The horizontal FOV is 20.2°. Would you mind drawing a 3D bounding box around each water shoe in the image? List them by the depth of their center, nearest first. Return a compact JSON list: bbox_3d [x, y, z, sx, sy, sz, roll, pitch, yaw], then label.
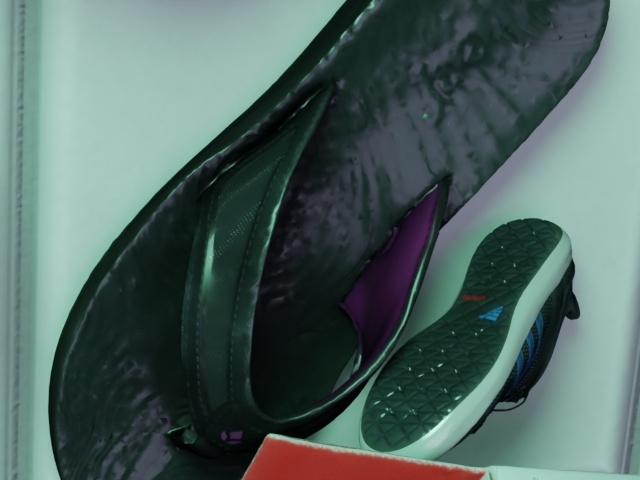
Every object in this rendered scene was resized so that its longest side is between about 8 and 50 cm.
[{"bbox_3d":[0.098,0.075,1.036,0.203,0.073,0.080,-50,131,-33],"label":"water shoe"}]

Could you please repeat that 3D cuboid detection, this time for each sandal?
[{"bbox_3d":[-0.001,-0.002,1.001,0.168,0.107,0.445,33,97,-24],"label":"sandal"}]

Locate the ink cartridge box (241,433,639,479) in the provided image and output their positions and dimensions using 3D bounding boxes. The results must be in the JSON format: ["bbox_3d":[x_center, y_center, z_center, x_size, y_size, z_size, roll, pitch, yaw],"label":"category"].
[{"bbox_3d":[0.048,0.230,1.045,0.261,0.066,0.296,8,138,-20],"label":"ink cartridge box"}]
